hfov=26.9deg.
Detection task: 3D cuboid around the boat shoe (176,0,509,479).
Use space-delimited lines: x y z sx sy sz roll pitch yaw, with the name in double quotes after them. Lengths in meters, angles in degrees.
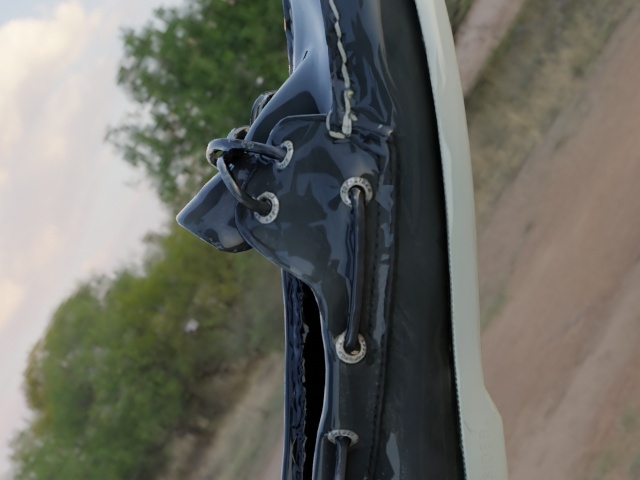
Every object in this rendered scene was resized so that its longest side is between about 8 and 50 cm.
-0.001 0.000 0.552 0.127 0.113 0.340 -126 27 -74 "boat shoe"
